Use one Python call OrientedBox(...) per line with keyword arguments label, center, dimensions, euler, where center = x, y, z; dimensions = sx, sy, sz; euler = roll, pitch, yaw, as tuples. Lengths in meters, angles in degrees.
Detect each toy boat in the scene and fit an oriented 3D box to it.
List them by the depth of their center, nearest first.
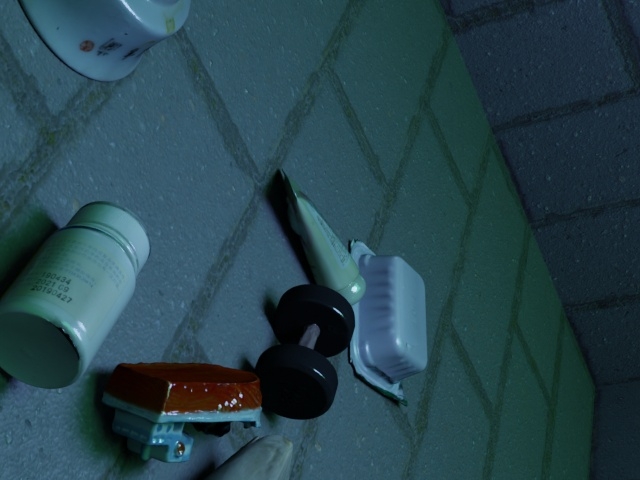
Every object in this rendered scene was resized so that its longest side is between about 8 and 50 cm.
OrientedBox(label="toy boat", center=(-0.190, 0.264, 1.671), dimensions=(0.332, 0.145, 0.133), euler=(12, 91, -61))

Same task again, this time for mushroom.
OrientedBox(label="mushroom", center=(-0.163, 0.441, 1.641), dimensions=(0.407, 0.138, 0.154), euler=(-34, 151, -58))

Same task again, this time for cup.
OrientedBox(label="cup", center=(-0.315, -0.437, 1.710), dimensions=(0.347, 0.163, 0.347), euler=(41, 42, -51))

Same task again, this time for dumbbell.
OrientedBox(label="dumbbell", center=(-0.028, 0.202, 2.006), dimensions=(0.152, 0.153, 0.218), euler=(61, 30, -31))

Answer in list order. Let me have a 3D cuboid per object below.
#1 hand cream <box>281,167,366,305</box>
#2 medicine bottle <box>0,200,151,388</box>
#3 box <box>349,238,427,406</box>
OrientedBox(label="hand cream", center=(0.000, 0.000, 2.226), dimensions=(0.305, 0.093, 0.147), euler=(64, 0, -24))
OrientedBox(label="medicine bottle", center=(-0.327, 0.065, 1.464), dimensions=(0.143, 0.143, 0.258), euler=(64, 30, -26))
OrientedBox(label="box", center=(0.166, 0.174, 2.477), dimensions=(0.264, 0.106, 0.336), euler=(41, 44, -52))
